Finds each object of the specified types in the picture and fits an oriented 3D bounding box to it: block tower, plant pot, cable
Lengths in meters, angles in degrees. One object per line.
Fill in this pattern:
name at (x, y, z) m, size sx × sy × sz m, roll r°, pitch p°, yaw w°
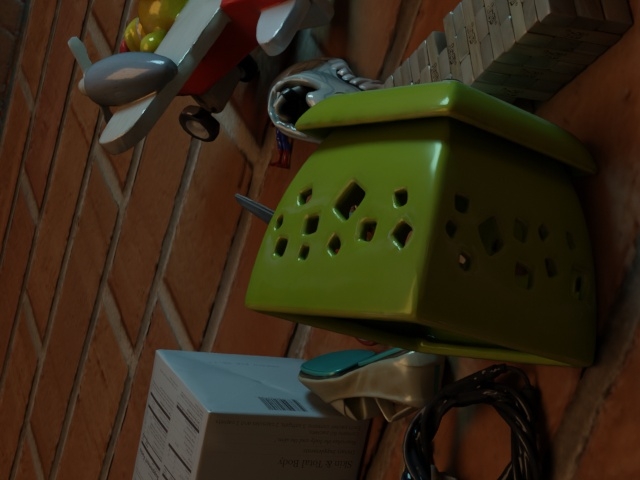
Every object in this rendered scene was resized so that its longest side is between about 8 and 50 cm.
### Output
block tower at (0.158, -0.163, 1.271) m, size 0.335 × 0.091 × 0.097 m, roll 134°, pitch 135°, yaw -53°
plant pot at (0.098, -0.014, 1.177) m, size 0.228 × 0.227 × 0.207 m, roll -1°, pitch 77°, yaw 50°
cable at (0.142, 0.202, 1.264) m, size 0.184 × 0.047 × 0.150 m, roll -33°, pitch 62°, yaw 46°

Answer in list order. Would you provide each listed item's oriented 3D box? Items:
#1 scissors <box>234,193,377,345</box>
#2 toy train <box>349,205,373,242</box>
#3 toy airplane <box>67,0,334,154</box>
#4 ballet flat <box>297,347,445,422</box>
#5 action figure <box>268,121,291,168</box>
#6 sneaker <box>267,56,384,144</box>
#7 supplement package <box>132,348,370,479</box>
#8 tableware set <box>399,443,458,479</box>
scissors at (0.000, 0.000, 1.537) m, size 0.297 × 0.021 × 0.109 m, roll 48°, pitch 132°, yaw 33°
toy train at (0.010, 0.020, 1.593) m, size 0.125 × 0.046 × 0.166 m, roll -122°, pitch 44°, yaw -52°
toy airplane at (-0.154, -0.307, 1.733) m, size 0.384 × 0.272 × 0.386 m, roll -50°, pitch 14°, yaw 16°
ballet flat at (0.053, 0.155, 1.441) m, size 0.248 × 0.086 × 0.086 m, roll -18°, pitch 68°, yaw 62°
action figure at (-0.050, -0.154, 1.786) m, size 0.038 × 0.030 × 0.115 m, roll -163°, pitch 82°, yaw -70°
sneaker at (-0.014, -0.165, 1.608) m, size 0.292 × 0.118 × 0.110 m, roll -152°, pitch 69°, yaw -65°
supplement package at (-0.093, 0.286, 1.567) m, size 0.198 × 0.199 × 0.262 m, roll 34°, pitch 115°, yaw 62°
tableware set at (0.101, 0.287, 1.365) m, size 0.141 × 0.020 × 0.168 m, roll -164°, pitch 81°, yaw -65°
